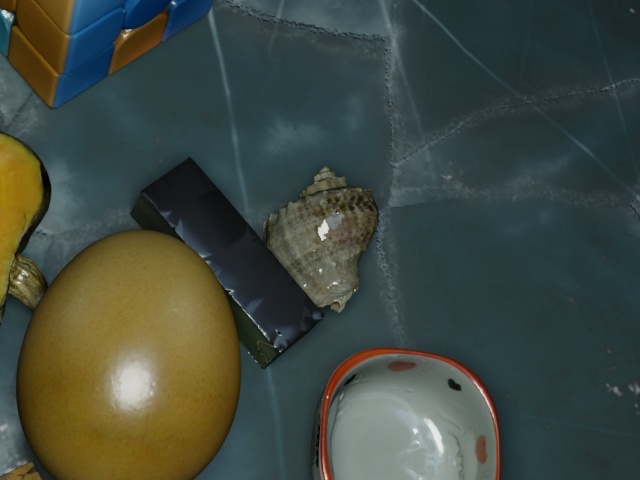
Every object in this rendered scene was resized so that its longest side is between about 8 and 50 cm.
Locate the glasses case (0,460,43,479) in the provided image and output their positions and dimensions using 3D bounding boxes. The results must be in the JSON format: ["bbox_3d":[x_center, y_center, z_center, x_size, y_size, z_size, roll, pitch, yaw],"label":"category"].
[{"bbox_3d":[-0.388,0.318,1.375,0.170,0.041,0.064,-25,67,-25],"label":"glasses case"}]

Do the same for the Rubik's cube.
[{"bbox_3d":[-0.307,-0.400,1.555,0.290,0.291,0.291,-40,84,-27],"label":"Rubik's cube"}]

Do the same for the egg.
[{"bbox_3d":[-0.215,0.139,1.389,0.250,0.250,0.322,9,61,-15],"label":"egg"}]

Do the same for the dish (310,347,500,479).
[{"bbox_3d":[0.095,0.263,1.516,0.256,0.117,0.256,7,66,-15],"label":"dish"}]

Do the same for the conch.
[{"bbox_3d":[0.000,0.000,1.608,0.130,0.155,0.207,26,57,-58],"label":"conch"}]

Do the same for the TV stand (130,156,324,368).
[{"bbox_3d":[-0.119,0.029,1.561,0.088,0.083,0.269,-39,85,-28],"label":"TV stand"}]

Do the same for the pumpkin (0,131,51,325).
[{"bbox_3d":[-0.417,0.012,1.440,0.222,0.139,0.317,20,61,-6],"label":"pumpkin"}]
